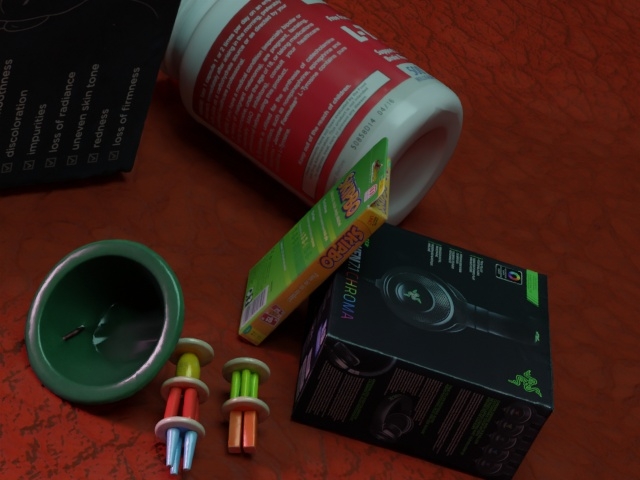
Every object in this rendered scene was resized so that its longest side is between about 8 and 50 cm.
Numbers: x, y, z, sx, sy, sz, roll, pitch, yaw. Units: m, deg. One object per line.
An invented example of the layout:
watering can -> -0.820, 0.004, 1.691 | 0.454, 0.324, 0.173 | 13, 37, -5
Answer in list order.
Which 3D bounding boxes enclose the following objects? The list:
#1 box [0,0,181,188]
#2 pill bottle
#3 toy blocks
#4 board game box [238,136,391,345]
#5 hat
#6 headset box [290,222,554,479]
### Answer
box -> -0.425, -0.313, 1.764 | 0.471, 0.480, 0.297 | -12, 46, -39
pill bottle -> -0.034, -0.200, 2.047 | 0.407, 0.229, 0.229 | 37, 37, 20
toy blocks -> -0.112, 0.187, 1.640 | 0.123, 0.054, 0.148 | 21, 48, -21
board game box -> 0.000, 0.000, 1.777 | 0.039, 0.259, 0.124 | 32, 32, -17
hat -> -0.208, 0.101, 1.727 | 0.173, 0.183, 0.208 | 23, 76, 18
headset box -> 0.128, 0.122, 1.792 | 0.283, 0.131, 0.246 | 19, 35, -6
